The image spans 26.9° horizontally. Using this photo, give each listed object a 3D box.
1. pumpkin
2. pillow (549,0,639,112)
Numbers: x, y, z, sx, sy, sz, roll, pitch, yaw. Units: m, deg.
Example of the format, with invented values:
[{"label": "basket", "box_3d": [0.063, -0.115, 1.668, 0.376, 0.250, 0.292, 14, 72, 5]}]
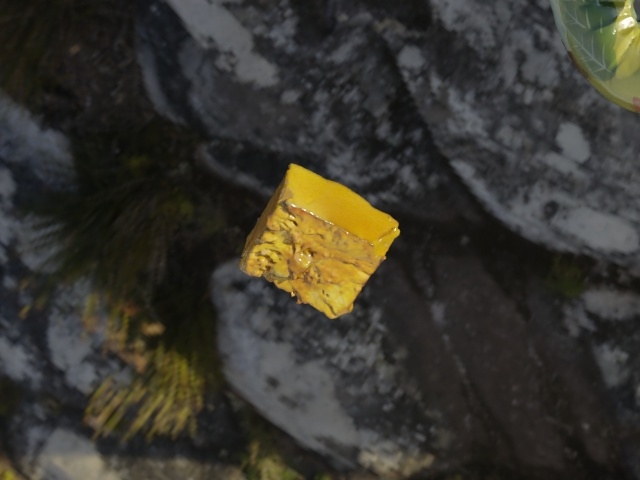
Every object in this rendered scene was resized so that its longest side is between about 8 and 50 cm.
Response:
[{"label": "pumpkin", "box_3d": [0.000, 0.000, 0.826, 0.083, 0.054, 0.074, 29, 127, -9]}, {"label": "pillow", "box_3d": [0.306, -0.229, 1.283, 0.214, 0.086, 0.233, 15, 127, 54]}]
